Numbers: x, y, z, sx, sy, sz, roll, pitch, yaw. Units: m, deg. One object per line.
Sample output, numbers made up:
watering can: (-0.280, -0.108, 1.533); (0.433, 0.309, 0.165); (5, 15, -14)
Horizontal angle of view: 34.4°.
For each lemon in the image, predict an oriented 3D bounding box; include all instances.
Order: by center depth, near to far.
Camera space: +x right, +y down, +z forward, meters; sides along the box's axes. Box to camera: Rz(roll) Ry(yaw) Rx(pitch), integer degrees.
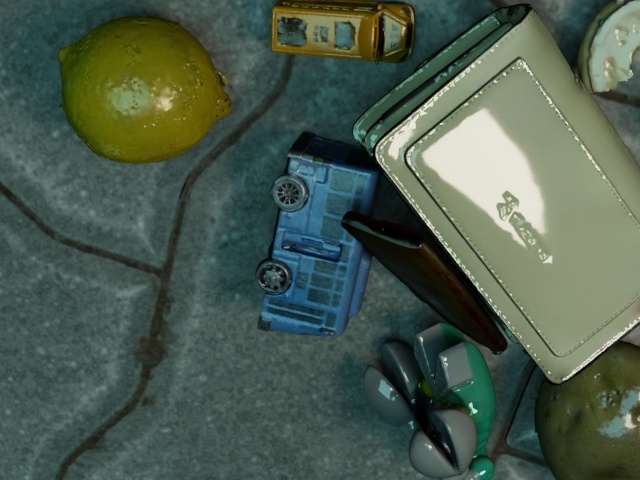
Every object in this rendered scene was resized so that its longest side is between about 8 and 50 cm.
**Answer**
lemon: (-0.207, -0.175, 1.215); (0.206, 0.173, 0.174); (2, 111, -3)

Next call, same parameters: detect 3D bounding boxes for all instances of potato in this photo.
potato: (0.353, 0.225, 1.261); (0.178, 0.160, 0.235); (37, 132, 31)

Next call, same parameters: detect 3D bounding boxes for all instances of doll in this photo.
doll: (0.156, 0.236, 1.288); (0.153, 0.195, 0.258); (-25, 95, -20)

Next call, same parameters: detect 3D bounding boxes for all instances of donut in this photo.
donut: (0.364, -0.226, 1.134); (0.165, 0.065, 0.108); (-6, 110, 15)

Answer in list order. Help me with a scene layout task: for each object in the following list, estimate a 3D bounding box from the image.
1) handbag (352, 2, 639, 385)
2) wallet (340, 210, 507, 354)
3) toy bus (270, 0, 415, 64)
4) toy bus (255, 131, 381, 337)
handbag: (0.233, -0.054, 1.157); (0.236, 0.160, 0.358); (-38, 106, 6)
wallet: (0.121, 0.044, 1.203); (0.031, 0.137, 0.255); (-54, 137, -9)
toy bus: (0.026, -0.242, 1.193); (0.162, 0.074, 0.070); (6, 110, 10)
toy bus: (0.000, 0.000, 1.266); (0.133, 0.116, 0.234); (12, 110, 3)
